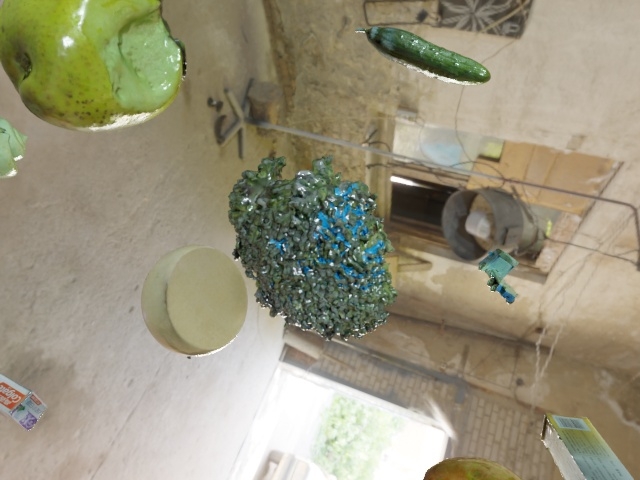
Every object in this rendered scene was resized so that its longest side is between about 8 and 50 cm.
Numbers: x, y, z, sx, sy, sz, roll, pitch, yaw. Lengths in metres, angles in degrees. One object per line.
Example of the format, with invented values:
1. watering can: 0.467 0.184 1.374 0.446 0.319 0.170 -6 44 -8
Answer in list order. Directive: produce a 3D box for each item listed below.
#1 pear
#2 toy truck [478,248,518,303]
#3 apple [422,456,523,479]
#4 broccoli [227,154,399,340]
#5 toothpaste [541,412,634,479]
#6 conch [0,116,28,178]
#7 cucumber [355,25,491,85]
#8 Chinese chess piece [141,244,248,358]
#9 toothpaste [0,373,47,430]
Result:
1. pear: -0.366 -0.297 0.710 0.292 0.159 0.293 -32 127 -55
2. toy truck: 0.454 0.084 1.093 0.081 0.067 0.175 -53 -172 21
3. apple: 0.291 0.532 0.800 0.226 0.246 0.246 43 60 -38
4. broccoli: 0.000 0.000 0.402 0.160 0.167 0.155 -21 127 -67
5. toothpaste: 0.452 0.396 0.701 0.313 0.089 0.071 -60 155 -76
6. conch: -0.776 -0.197 0.956 0.250 0.143 0.137 -16 106 -46
7. cucumber: 0.174 -0.321 0.765 0.056 0.250 0.056 -57 168 -19
8. Chinese chess piece: -0.297 0.144 1.064 0.273 0.102 0.274 23 60 -48
9. toothpaste: -0.473 0.213 0.633 0.040 0.196 0.047 -54 144 -40
